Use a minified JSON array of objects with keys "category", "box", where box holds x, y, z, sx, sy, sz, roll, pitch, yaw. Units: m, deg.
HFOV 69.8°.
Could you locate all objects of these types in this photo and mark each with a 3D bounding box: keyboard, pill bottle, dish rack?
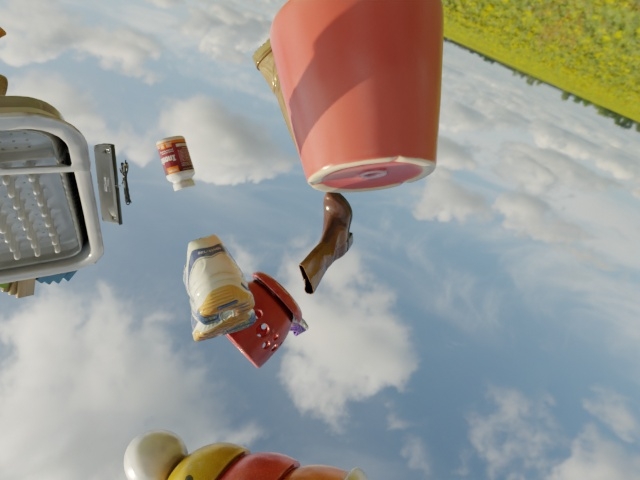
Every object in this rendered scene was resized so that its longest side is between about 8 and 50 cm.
[{"category":"keyboard","box":[-0.805,-0.217,1.796,0.202,0.316,0.033,10,-161,31]},{"category":"pill bottle","box":[-0.424,-0.227,1.362,0.086,0.151,0.086,-16,-174,2]},{"category":"dish rack","box":[-0.415,-0.045,0.522,0.286,0.332,0.072,-11,-115,-26]}]

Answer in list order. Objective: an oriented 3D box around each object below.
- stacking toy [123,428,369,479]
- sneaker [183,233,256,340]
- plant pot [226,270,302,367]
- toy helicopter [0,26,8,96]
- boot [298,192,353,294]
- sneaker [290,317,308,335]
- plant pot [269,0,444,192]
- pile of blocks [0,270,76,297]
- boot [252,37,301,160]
[{"category":"stacking toy","box":[-0.176,0.504,0.847,0.480,0.350,0.351,19,-155,19]},{"category":"sneaker","box":[-0.176,0.087,0.786,0.112,0.296,0.130,-15,-109,-23]},{"category":"plant pot","box":[-0.154,0.181,1.110,0.191,0.191,0.174,38,-107,27]},{"category":"toy helicopter","box":[-0.800,-0.398,1.069,0.355,0.234,0.140,31,-178,34]},{"category":"boot","box":[0.000,0.000,1.532,0.096,0.264,0.280,20,-134,27]},{"category":"sneaker","box":[-0.102,0.255,1.461,0.170,0.071,0.068,51,176,-36]},{"category":"plant pot","box":[0.066,-0.212,0.706,0.275,0.242,0.275,-6,174,-1]},{"category":"pile of blocks","box":[-0.730,0.050,1.142,0.113,0.148,0.362,16,-172,22]},{"category":"boot","box":[0.009,-0.286,0.862,0.089,0.236,0.269,-23,-96,-49]}]
